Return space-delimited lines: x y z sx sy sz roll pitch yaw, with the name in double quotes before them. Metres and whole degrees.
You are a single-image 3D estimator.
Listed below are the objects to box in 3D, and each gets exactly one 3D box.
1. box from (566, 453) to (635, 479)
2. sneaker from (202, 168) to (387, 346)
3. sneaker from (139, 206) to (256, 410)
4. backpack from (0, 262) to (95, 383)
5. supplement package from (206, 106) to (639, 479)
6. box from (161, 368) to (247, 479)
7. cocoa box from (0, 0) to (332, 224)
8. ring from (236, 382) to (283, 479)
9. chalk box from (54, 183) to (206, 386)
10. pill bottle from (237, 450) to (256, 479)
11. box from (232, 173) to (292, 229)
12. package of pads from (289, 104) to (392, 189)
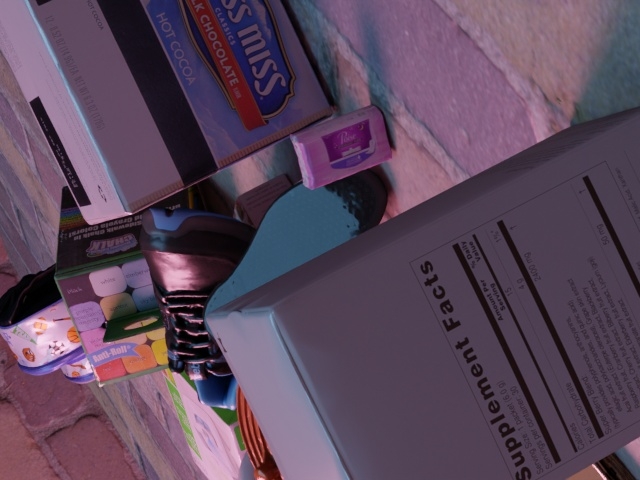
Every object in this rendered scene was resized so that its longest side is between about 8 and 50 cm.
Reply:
"box" 0.241 0.245 1.438 0.164 0.021 0.201 52 160 32
"sneaker" -0.001 -0.001 1.674 0.090 0.145 0.270 49 126 9
"sneaker" -0.115 0.074 1.819 0.125 0.139 0.341 7 156 17
"backpack" -0.402 0.115 2.796 0.213 0.263 0.276 65 163 -9
"supplement package" 0.107 0.057 1.062 0.175 0.293 0.177 64 165 -4
"box" -0.099 0.257 2.335 0.262 0.127 0.231 39 150 53
"cocoa box" -0.183 -0.219 1.638 0.347 0.228 0.231 65 163 -7
"ring" 0.037 0.239 1.786 0.337 0.032 0.336 24 130 31
"chalk box" -0.223 0.053 2.128 0.289 0.180 0.179 -99 -6 -58
"pill bottle" -0.001 0.364 2.090 0.181 0.181 0.323 52 161 33
"box" -0.067 0.021 1.964 0.063 0.067 0.324 59 163 15
"package of pads" 0.018 -0.083 1.495 0.032 0.083 0.050 -136 27 -60
